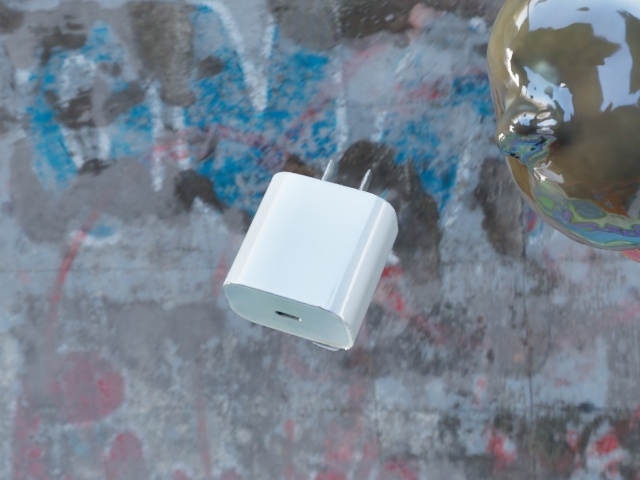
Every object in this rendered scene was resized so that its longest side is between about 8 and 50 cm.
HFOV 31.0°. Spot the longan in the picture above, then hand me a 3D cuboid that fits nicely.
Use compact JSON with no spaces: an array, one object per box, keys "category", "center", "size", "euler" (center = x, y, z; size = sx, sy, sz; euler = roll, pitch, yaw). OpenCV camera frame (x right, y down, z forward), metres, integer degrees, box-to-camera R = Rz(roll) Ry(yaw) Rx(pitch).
[{"category":"longan","center":[0.280,-0.136,1.122],"size":[0.300,0.300,0.243],"euler":[49,148,-5]}]

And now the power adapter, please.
[{"category":"power adapter","center":[0.000,0.000,1.596],"size":[0.187,0.255,0.124],"euler":[16,155,16]}]

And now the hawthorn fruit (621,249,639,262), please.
[{"category":"hawthorn fruit","center":[0.471,-0.050,1.613],"size":[0.189,0.189,0.189],"euler":[5,109,13]}]
